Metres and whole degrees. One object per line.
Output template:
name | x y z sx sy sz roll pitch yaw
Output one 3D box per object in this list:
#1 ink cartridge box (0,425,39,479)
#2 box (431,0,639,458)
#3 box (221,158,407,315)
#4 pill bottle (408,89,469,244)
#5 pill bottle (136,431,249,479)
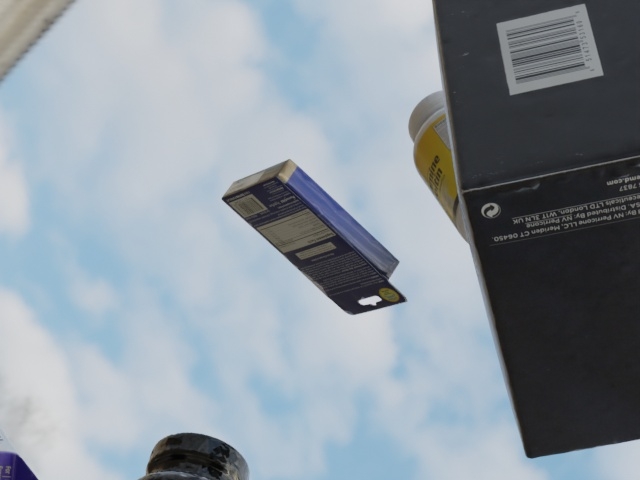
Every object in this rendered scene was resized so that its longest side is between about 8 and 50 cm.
ink cartridge box | -0.284 0.234 1.413 0.208 0.045 0.206 39 -54 52
box | 0.209 -0.034 1.431 0.296 0.182 0.294 -92 167 -51
box | 0.000 0.000 2.099 0.225 0.036 0.136 44 -29 -17
pill bottle | 0.154 -0.076 1.770 0.184 0.103 0.103 -120 -152 -51
pill bottle | -0.129 0.281 1.532 0.122 0.219 0.123 7 -45 7
